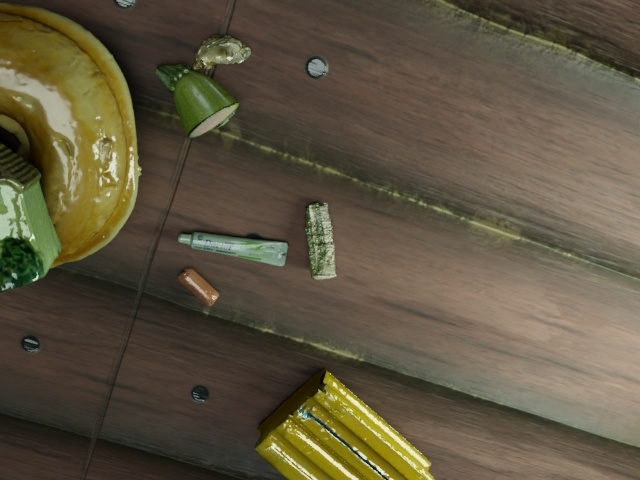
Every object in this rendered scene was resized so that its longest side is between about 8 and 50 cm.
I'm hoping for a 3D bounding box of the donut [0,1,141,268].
[{"bbox_3d":[-0.498,-0.154,1.236,0.449,0.198,0.449,-1,110,-4],"label":"donut"}]

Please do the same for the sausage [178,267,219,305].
[{"bbox_3d":[-0.223,0.085,1.416,0.034,0.034,0.083,-43,105,12],"label":"sausage"}]

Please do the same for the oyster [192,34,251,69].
[{"bbox_3d":[-0.165,-0.312,1.287,0.083,0.038,0.080,8,139,-34],"label":"oyster"}]

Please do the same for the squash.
[{"bbox_3d":[-0.210,-0.249,1.279,0.105,0.105,0.132,-34,89,10],"label":"squash"}]

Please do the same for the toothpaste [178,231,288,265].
[{"bbox_3d":[-0.157,0.010,1.395,0.197,0.029,0.048,9,110,-9],"label":"toothpaste"}]

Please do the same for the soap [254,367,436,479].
[{"bbox_3d":[0.047,0.421,1.514,0.204,0.096,0.324,-43,105,12],"label":"soap"}]

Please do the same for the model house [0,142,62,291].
[{"bbox_3d":[-0.499,-0.032,1.082,0.214,0.195,0.189,-9,104,-3],"label":"model house"}]

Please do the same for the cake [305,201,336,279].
[{"bbox_3d":[0.000,0.000,1.400,0.051,0.055,0.140,-5,92,1],"label":"cake"}]
